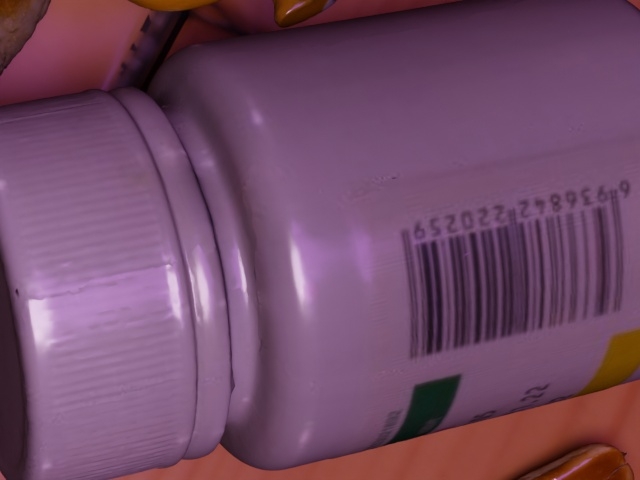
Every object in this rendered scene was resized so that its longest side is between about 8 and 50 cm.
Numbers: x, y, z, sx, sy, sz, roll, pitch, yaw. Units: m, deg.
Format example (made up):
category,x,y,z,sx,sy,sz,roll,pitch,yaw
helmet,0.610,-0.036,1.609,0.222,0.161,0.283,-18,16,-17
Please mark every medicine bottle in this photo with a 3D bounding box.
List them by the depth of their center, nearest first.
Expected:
category,x,y,z,sx,sy,sz,roll,pitch,yaw
medicine bottle,0.000,0.000,0.889,0.339,0.208,0.208,-12,99,-20

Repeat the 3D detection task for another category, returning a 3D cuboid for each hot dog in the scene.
category,x,y,z,sx,sy,sz,roll,pitch,yaw
hot dog,0.124,0.159,1.048,0.133,0.041,0.056,-31,97,-11

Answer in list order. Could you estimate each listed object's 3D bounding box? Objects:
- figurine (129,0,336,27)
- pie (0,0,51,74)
category,x,y,z,sx,sy,sz,roll,pitch,yaw
figurine,-0.065,-0.183,0.895,0.122,0.121,0.176,-18,67,-6
pie,-0.206,-0.129,0.866,0.193,0.079,0.163,-46,117,-17
